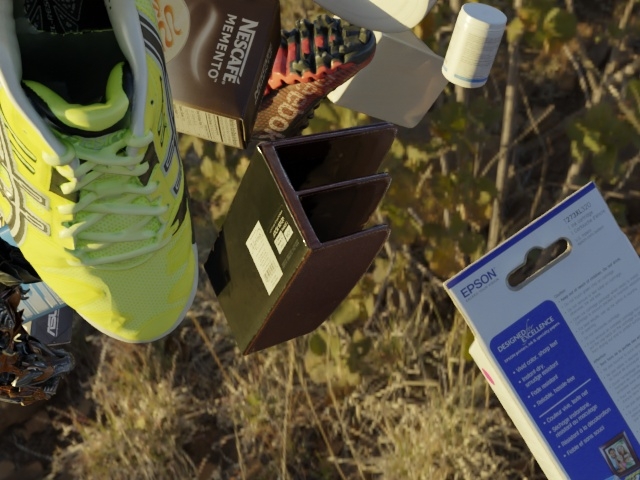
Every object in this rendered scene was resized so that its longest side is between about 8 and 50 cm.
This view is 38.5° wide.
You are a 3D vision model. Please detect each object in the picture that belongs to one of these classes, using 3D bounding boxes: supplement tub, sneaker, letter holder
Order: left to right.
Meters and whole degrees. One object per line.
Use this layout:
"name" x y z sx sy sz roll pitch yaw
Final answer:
"sneaker" -0.162 -0.064 0.604 0.145 0.384 0.147 -17 39 -10
"sneaker" -0.036 -0.204 1.214 0.276 0.135 0.097 -19 49 26
"letter holder" 0.000 0.000 1.207 0.215 0.302 0.152 -14 66 -28
"supplement tub" 0.225 -0.286 1.346 0.071 0.107 0.071 10 38 -8

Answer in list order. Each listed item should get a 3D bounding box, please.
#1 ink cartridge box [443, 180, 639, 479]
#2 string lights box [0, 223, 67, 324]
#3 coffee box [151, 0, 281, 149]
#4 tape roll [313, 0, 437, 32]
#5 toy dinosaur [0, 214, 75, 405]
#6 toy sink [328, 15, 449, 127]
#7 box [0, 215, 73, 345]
"ink cartridge box" 0.271 0.143 0.877 0.176 0.370 0.069 -34 12 -8
"string lights box" -0.405 0.036 1.283 0.260 0.133 0.076 -21 18 32
"coffee box" -0.176 -0.201 0.948 0.247 0.098 0.141 15 76 1
"tape roll" 0.054 -0.352 0.913 0.246 0.246 0.169 30 73 28
"toy dinosaur" -0.367 0.046 0.871 0.218 0.322 0.164 -41 50 17
"toy sink" 0.110 -0.323 1.685 0.234 0.152 0.131 8 37 -46
"box" -0.553 -0.033 1.659 0.318 0.394 0.097 12 8 40
